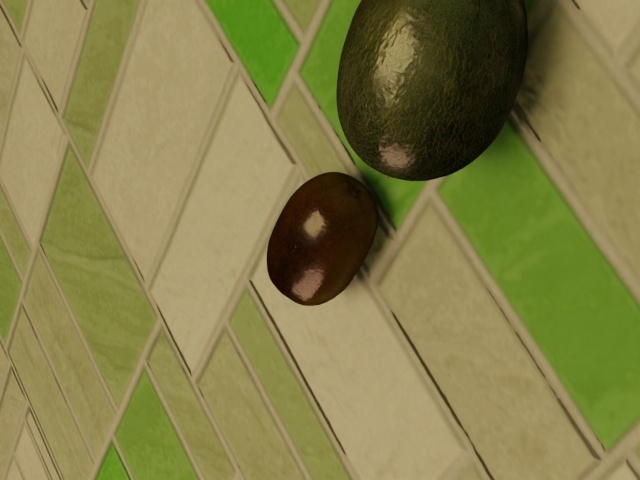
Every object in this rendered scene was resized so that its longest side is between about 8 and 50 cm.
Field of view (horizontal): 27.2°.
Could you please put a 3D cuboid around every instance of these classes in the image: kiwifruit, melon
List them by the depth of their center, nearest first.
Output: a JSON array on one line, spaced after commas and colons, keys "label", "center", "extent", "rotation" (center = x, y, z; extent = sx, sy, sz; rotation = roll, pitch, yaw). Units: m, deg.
[{"label": "melon", "center": [0.068, -0.105, 0.821], "extent": [0.114, 0.114, 0.167], "rotation": [48, 135, 37]}, {"label": "kiwifruit", "center": [0.000, 0.000, 1.004], "extent": [0.075, 0.075, 0.124], "rotation": [61, 141, 24]}]
